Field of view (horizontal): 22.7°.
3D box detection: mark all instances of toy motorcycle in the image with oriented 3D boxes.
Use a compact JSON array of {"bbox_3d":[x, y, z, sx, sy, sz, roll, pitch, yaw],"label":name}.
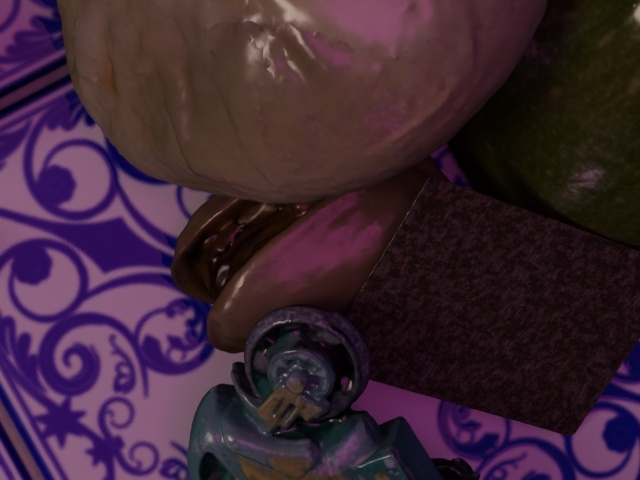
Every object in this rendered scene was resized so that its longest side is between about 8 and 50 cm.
[{"bbox_3d":[-0.002,0.191,1.088,0.198,0.109,0.296,-26,107,23],"label":"toy motorcycle"}]

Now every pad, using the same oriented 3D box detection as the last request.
[{"bbox_3d":[0.129,0.052,1.109,0.235,0.003,0.158,18,114,-30],"label":"pad"}]

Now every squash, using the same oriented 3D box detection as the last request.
[{"bbox_3d":[0.257,-0.135,1.052,0.310,0.309,0.310,0,90,-12],"label":"squash"}]

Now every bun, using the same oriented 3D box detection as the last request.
[{"bbox_3d":[-0.038,-0.189,0.994,0.213,0.361,0.361,15,86,-52],"label":"bun"}]

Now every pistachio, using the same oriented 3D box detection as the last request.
[{"bbox_3d":[0.000,0.000,1.107,0.206,0.129,0.131,-28,139,-5],"label":"pistachio"}]
